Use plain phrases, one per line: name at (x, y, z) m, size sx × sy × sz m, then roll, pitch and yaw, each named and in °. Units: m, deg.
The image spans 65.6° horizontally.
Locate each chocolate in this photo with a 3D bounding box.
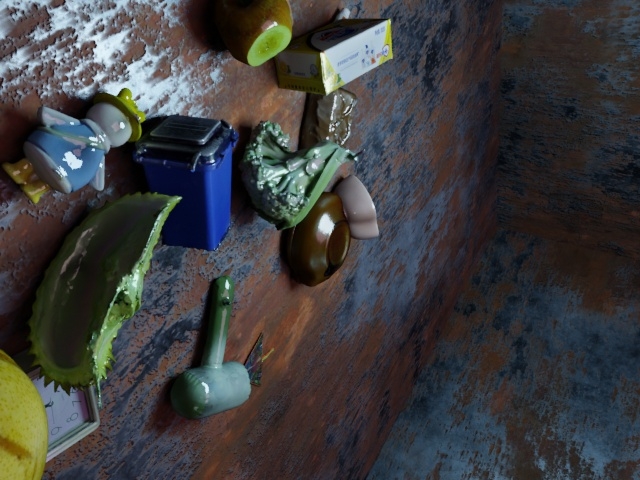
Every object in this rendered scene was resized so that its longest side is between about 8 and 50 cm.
chocolate at (0.030, -0.323, 1.354) m, size 0.148 × 0.093 × 0.214 m, roll -10°, pitch 116°, yaw -60°

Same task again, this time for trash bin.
trash bin at (-0.247, -0.102, 0.943) m, size 0.184 × 0.162 × 0.235 m, roll -72°, pitch 169°, yaw -53°

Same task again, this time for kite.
kite at (-0.183, 0.351, 1.427) m, size 0.159 × 0.010 × 0.190 m, roll -24°, pitch 126°, yaw -53°

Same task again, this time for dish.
dish at (0.094, -0.089, 1.542) m, size 0.090 × 0.213 × 0.214 m, roll -23°, pitch 131°, yaw -11°

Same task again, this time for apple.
apple at (-0.127, -0.432, 0.991) m, size 0.146 × 0.163 × 0.147 m, roll -24°, pitch 153°, yaw 2°

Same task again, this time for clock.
clock at (-0.479, 0.281, 0.862) m, size 0.146 × 0.071 × 0.192 m, roll -29°, pitch 128°, yaw -49°

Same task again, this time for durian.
durian at (-0.364, 0.074, 0.821) m, size 0.157 × 0.169 × 0.356 m, roll 27°, pitch 68°, yaw -32°

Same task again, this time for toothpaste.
toothpaste at (0.020, -0.519, 1.314) m, size 0.218 × 0.033 × 0.052 m, roll -63°, pitch 150°, yaw -8°

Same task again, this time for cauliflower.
cauliflower at (-0.047, -0.160, 1.157) m, size 0.315 × 0.239 × 0.256 m, roll -28°, pitch 149°, yaw 11°

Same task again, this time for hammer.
hammer at (-0.245, 0.252, 1.199) m, size 0.206 × 0.118 × 0.336 m, roll 6°, pitch 93°, yaw -60°

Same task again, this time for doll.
doll at (-0.375, -0.157, 0.792) m, size 0.135 × 0.098 × 0.241 m, roll 46°, pitch 57°, yaw -12°

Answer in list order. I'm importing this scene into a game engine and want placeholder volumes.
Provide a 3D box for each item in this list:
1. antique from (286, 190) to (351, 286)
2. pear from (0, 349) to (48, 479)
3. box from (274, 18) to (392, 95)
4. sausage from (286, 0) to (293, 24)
antique at (0.000, 0.000, 1.434) m, size 0.223 × 0.128 × 0.279 m, roll -18°, pitch 121°, yaw -56°
pear at (-0.504, 0.273, 0.618) m, size 0.314 × 0.314 × 0.315 m, roll -32°, pitch 130°, yaw -48°
box at (0.035, -0.454, 1.208) m, size 0.265 × 0.168 × 0.097 m, roll -37°, pitch 132°, yaw -31°
sausage at (-0.084, -0.528, 1.136) m, size 0.034 × 0.034 × 0.083 m, roll -50°, pitch 142°, yaw -33°
